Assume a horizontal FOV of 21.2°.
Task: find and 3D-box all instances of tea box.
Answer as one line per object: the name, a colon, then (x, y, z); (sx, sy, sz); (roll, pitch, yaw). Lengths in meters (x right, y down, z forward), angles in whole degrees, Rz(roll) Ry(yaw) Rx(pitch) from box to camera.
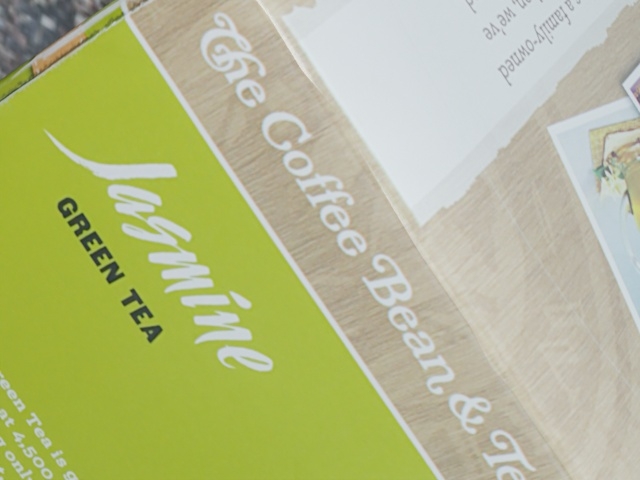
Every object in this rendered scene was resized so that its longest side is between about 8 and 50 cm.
tea box: (0.000, 0.000, 0.616); (0.220, 0.323, 0.329); (56, 38, -9)
